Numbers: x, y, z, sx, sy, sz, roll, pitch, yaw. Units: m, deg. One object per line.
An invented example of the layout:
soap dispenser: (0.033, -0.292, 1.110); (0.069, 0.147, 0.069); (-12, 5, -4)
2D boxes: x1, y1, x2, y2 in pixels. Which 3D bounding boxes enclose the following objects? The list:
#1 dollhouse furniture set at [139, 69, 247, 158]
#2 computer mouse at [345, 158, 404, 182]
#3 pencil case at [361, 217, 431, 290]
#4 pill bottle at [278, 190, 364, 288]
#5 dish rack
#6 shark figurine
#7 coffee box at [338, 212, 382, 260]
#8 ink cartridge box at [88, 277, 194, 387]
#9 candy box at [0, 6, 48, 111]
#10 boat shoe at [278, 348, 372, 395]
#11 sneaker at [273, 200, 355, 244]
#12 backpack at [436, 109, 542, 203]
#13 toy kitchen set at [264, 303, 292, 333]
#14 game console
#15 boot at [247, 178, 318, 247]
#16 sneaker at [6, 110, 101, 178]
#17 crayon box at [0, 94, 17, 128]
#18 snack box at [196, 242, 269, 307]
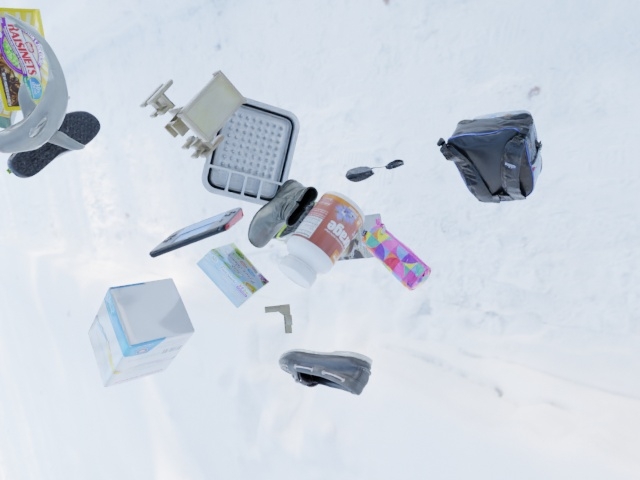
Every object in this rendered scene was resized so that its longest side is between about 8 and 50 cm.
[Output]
dollhouse furniture set: (-0.343, -0.363, 1.359); (0.242, 0.161, 0.212); (12, 150, 53)
computer mouse: (0.205, -0.259, 1.816); (0.071, 0.242, 0.041); (-126, 25, -59)
pencil case: (0.227, 0.045, 1.476); (0.236, 0.104, 0.104); (46, 132, 21)
pill bottle: (0.000, 0.000, 1.130); (0.121, 0.216, 0.121); (31, 160, 13)
dish rack: (-0.237, -0.299, 1.644); (0.072, 0.285, 0.333); (-156, 79, -70)
shark figurine: (-0.513, -0.248, 0.884); (0.278, 0.166, 0.116); (-59, 19, 27)
coffee box: (0.113, -0.005, 1.984); (0.297, 0.119, 0.168); (-10, 90, 51)
ink cartridge box: (-0.546, 0.277, 1.460); (0.270, 0.198, 0.197); (-49, 61, 37)
candy box: (-0.636, -0.383, 1.034); (0.027, 0.105, 0.206); (24, 121, 53)
boat shoe: (-0.009, 0.346, 1.266); (0.335, 0.112, 0.095); (-15, 47, 46)
sneaker: (-0.025, -0.048, 1.678); (0.385, 0.147, 0.145); (6, 79, 39)
backpack: (0.533, -0.247, 1.457); (0.276, 0.213, 0.263); (7, 133, 44)
toy kitchen set: (-0.123, 0.231, 1.413); (0.068, 0.075, 0.083); (133, 132, -77)
game console: (-0.554, -0.044, 2.218); (0.386, 0.342, 0.060); (-20, 101, 10)
boot: (-0.115, -0.069, 1.398); (0.246, 0.083, 0.161); (-54, 26, 2)
sneaker: (-0.640, -0.235, 1.152); (0.097, 0.235, 0.084); (22, 146, 53)
crayon box: (-1.153, -0.496, 1.558); (0.083, 0.323, 0.203); (-41, 44, 54)
snack box: (-0.253, 0.098, 1.441); (0.070, 0.207, 0.174); (-43, 89, 10)
